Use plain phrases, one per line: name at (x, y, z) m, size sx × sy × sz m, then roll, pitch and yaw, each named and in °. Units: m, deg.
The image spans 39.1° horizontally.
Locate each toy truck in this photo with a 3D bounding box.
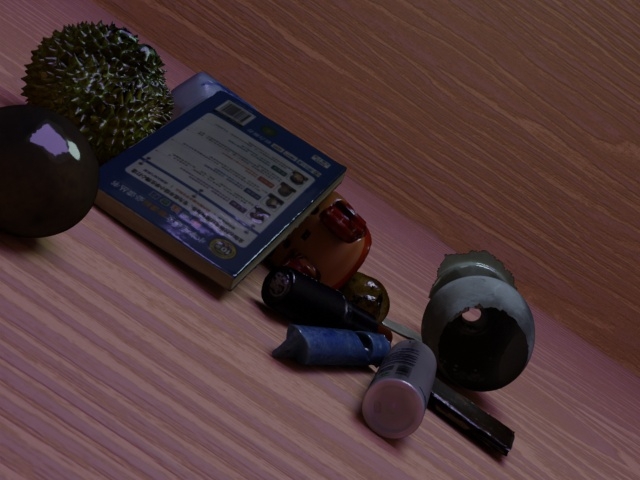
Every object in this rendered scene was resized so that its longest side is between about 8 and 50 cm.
toy truck at (0.000, 0.000, 1.763) m, size 0.265 × 0.189 × 0.239 m, roll 45°, pitch 6°, yaw 35°

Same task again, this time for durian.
durian at (-0.401, -0.260, 1.613) m, size 0.291 × 0.225 × 0.291 m, roll 27°, pitch 50°, yaw -37°

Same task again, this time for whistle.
whistle at (0.024, 0.169, 1.420) m, size 0.062 × 0.062 × 0.304 m, roll 41°, pitch 12°, yaw 27°

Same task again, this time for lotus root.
lotus root at (0.070, 0.102, 1.774) m, size 0.108 × 0.095 × 0.190 m, roll 68°, pitch -10°, yaw -24°

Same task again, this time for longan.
longan at (-0.364, -0.085, 1.106) m, size 0.187 × 0.167 × 0.167 m, roll 1°, pitch 29°, yaw -32°

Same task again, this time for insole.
insole at (0.194, 0.202, 1.916) m, size 0.192 × 0.010 × 0.063 m, roll 30°, pitch 12°, yaw -27°

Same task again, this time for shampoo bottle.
shampoo bottle at (0.132, 0.220, 1.417) m, size 0.092 × 0.092 × 0.303 m, roll 36°, pitch 12°, yaw 6°

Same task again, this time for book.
book at (-0.165, -0.105, 1.546) m, size 0.300 × 0.039 × 0.428 m, roll 33°, pitch 38°, yaw 9°

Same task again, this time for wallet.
wallet at (0.237, 0.293, 1.587) m, size 0.232 × 0.031 × 0.122 m, roll 36°, pitch 12°, yaw 11°

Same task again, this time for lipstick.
lipstick at (0.021, 0.125, 1.546) m, size 0.300 × 0.081 × 0.081 m, roll 29°, pitch 12°, yaw -42°

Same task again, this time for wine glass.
wine glass at (0.317, 0.167, 1.833) m, size 0.238 × 0.238 × 0.323 m, roll 34°, pitch 12°, yaw -5°

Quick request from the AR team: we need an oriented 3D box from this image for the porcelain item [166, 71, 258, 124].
porcelain item at (-0.268, -0.296, 2.222) m, size 0.243 × 0.178 × 0.405 m, roll 32°, pitch 11°, yaw -18°
